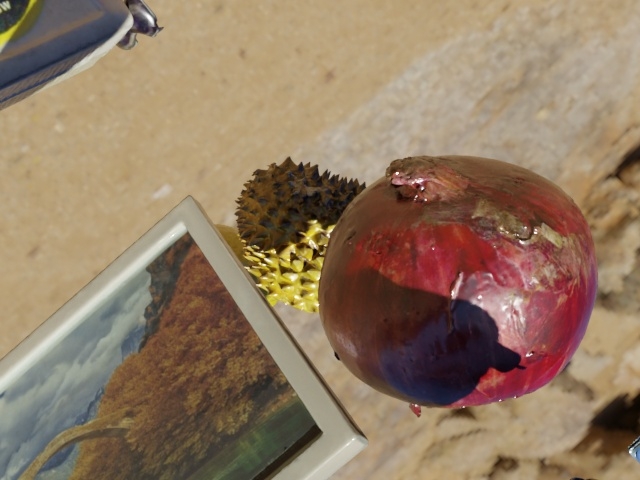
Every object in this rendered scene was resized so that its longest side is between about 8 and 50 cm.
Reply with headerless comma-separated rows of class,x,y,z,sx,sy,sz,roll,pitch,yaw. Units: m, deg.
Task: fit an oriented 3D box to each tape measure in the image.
tape measure,-0.308,-0.224,1.090,0.271,0.231,0.133,-32,-177,-35

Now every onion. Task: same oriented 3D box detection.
onion,0.132,0.032,1.243,0.276,0.276,0.276,-39,165,-12

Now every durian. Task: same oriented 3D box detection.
durian,0.003,-0.011,1.614,0.183,0.250,0.138,-65,171,-46

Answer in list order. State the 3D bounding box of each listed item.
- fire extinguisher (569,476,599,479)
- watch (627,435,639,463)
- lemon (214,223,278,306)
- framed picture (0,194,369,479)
fire extinguisher,0.207,0.200,0.981,0.025,0.038,0.083,-55,174,16
watch,0.364,0.358,1.275,0.276,0.274,0.068,-34,169,-41
lemon,-0.163,0.063,1.971,0.193,0.180,0.180,-8,146,-39
framed picture,-0.116,0.114,0.640,0.250,0.184,0.016,-40,143,5
